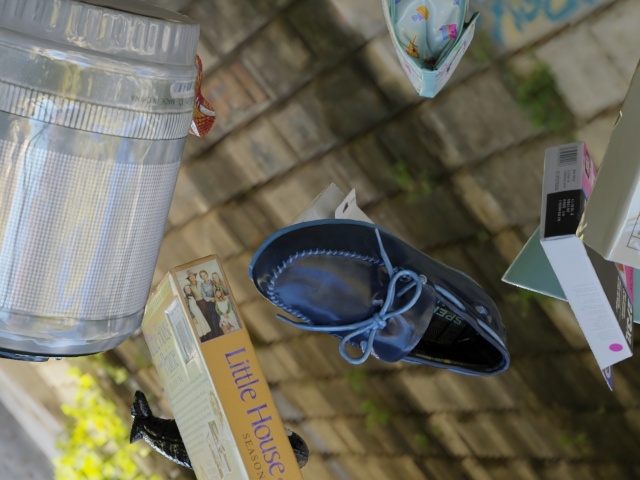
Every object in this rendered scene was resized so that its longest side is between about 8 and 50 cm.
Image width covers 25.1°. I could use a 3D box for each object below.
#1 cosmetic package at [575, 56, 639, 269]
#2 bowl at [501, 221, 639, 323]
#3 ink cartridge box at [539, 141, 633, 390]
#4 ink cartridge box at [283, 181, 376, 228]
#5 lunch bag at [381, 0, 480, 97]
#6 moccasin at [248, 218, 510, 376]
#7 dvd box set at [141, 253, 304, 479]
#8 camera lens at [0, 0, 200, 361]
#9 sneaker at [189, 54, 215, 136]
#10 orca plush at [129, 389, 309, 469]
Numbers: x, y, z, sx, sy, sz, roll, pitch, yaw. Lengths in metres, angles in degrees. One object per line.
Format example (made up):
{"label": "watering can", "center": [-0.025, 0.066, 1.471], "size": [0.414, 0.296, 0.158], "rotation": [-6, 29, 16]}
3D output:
{"label": "cosmetic package", "center": [0.362, -0.114, 1.283], "size": [0.113, 0.160, 0.309], "rotation": [-113, -138, -76]}
{"label": "bowl", "center": [0.483, 0.038, 2.486], "size": [0.311, 0.311, 0.163], "rotation": [-159, -95, -81]}
{"label": "ink cartridge box", "center": [0.400, 0.044, 2.086], "size": [0.069, 0.371, 0.176], "rotation": [-8, -132, 22]}
{"label": "ink cartridge box", "center": [0.000, 0.000, 1.908], "size": [0.143, 0.090, 0.092], "rotation": [-43, -175, 31]}
{"label": "lunch bag", "center": [0.186, -0.387, 2.459], "size": [0.160, 0.262, 0.223], "rotation": [-4, 175, 1]}
{"label": "moccasin", "center": [0.085, 0.065, 1.530], "size": [0.138, 0.342, 0.117], "rotation": [-57, -139, 25]}
{"label": "dvd box set", "center": [-0.094, 0.246, 1.631], "size": [0.062, 0.420, 0.307], "rotation": [-19, 172, -18]}
{"label": "camera lens", "center": [-0.220, -0.059, 1.111], "size": [0.219, 0.219, 0.274], "rotation": [-80, -175, -79]}
{"label": "sneaker", "center": [-0.196, -0.209, 1.993], "size": [0.064, 0.067, 0.175], "rotation": [-54, 155, -30]}
{"label": "orca plush", "center": [-0.163, 0.288, 2.185], "size": [0.151, 0.287, 0.102], "rotation": [-61, 161, -17]}
